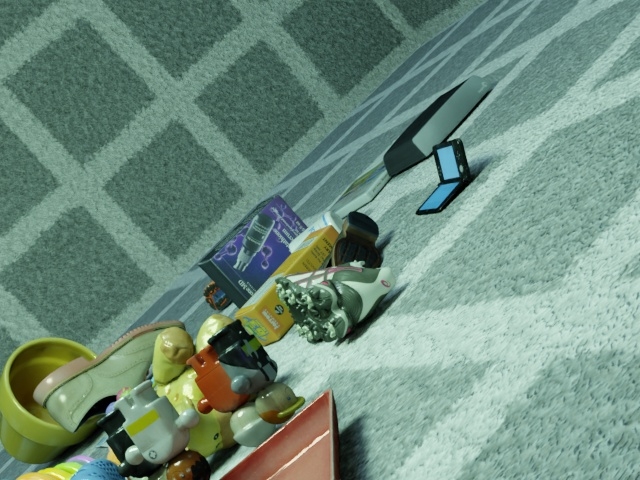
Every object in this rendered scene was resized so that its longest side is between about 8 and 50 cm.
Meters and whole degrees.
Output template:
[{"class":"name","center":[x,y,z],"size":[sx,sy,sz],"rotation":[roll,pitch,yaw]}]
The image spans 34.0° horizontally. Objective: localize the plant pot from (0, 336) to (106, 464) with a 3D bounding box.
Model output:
[{"class":"plant pot","center":[-0.638,0.394,2.436],"size":[0.239,0.254,0.254],"rotation":[-56,-1,38]}]

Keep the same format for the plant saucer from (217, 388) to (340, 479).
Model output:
[{"class":"plant saucer","center":[-0.070,0.284,1.040],"size":[0.258,0.047,0.259],"rotation":[-41,8,8]}]

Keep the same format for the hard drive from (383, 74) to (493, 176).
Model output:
[{"class":"hard drive","center":[0.243,-0.248,2.221],"size":[0.254,0.054,0.172],"rotation":[-47,10,-28]}]

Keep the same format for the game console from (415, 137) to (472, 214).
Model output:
[{"class":"game console","center":[0.191,-0.103,1.707],"size":[0.071,0.107,0.122],"rotation":[-15,3,-14]}]

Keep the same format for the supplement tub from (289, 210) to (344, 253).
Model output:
[{"class":"supplement tub","center":[0.000,0.000,2.034],"size":[0.107,0.071,0.071],"rotation":[-40,9,16]}]

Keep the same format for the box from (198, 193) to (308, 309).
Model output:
[{"class":"box","center":[-0.121,0.032,2.145],"size":[0.207,0.153,0.108],"rotation":[-46,10,-19]}]

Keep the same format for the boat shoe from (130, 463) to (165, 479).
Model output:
[{"class":"boat shoe","center":[-0.258,0.330,1.643],"size":[0.050,0.045,0.135],"rotation":[-36,11,36]}]

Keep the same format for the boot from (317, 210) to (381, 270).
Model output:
[{"class":"boot","center":[0.043,0.046,1.701],"size":[0.106,0.082,0.219],"rotation":[-62,3,28]}]

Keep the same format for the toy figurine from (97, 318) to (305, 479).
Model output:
[{"class":"toy figurine","center":[-0.139,0.213,1.235],"size":[0.213,0.148,0.209],"rotation":[-33,-4,-27]}]

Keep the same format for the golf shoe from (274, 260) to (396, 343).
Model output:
[{"class":"golf shoe","center":[0.018,0.085,1.528],"size":[0.120,0.105,0.273],"rotation":[-28,10,-18]}]

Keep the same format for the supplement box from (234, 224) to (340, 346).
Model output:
[{"class":"supplement box","center":[-0.042,0.077,1.826],"size":[0.233,0.078,0.080],"rotation":[-48,13,-29]}]

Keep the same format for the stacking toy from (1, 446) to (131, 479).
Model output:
[{"class":"stacking toy","center":[-0.379,0.398,1.611],"size":[0.166,0.175,0.302],"rotation":[-34,-2,34]}]

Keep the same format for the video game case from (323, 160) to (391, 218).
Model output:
[{"class":"video game case","center":[0.094,-0.112,2.323],"size":[0.212,0.023,0.193],"rotation":[-33,13,51]}]

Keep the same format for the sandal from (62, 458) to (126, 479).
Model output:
[{"class":"sandal","center":[-0.269,0.365,1.324],"size":[0.138,0.126,0.317],"rotation":[-38,17,5]}]

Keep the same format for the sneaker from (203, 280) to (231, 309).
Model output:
[{"class":"sneaker","center":[-0.188,0.080,2.453],"size":[0.221,0.083,0.087],"rotation":[-32,8,39]}]

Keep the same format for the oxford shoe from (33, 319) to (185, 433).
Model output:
[{"class":"oxford shoe","center":[-0.444,0.310,2.363],"size":[0.397,0.146,0.140],"rotation":[-29,-23,-36]}]

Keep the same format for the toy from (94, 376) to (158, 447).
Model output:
[{"class":"toy","center":[-0.398,0.333,2.215],"size":[0.237,0.056,0.137],"rotation":[-46,8,-25]}]

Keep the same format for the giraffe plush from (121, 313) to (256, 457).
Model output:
[{"class":"giraffe plush","center":[-0.168,0.229,1.440],"size":[0.210,0.181,0.170],"rotation":[-32,30,0]}]
